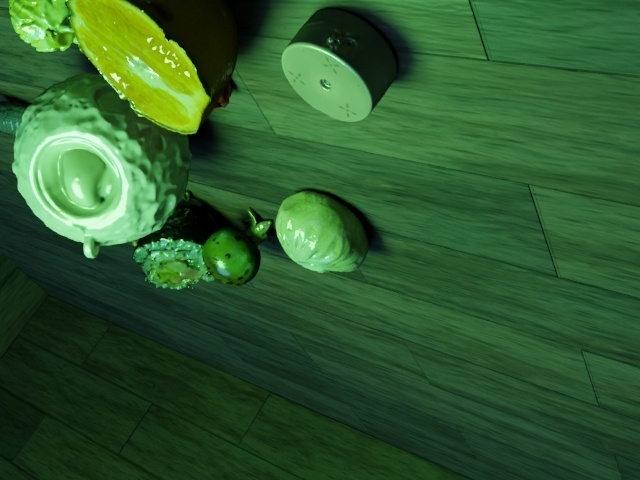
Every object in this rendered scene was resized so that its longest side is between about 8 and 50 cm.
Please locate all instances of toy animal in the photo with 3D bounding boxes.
[{"bbox_3d":[-0.738,-0.289,2.126,0.367,0.081,0.206,21,158,18],"label":"toy animal"}]

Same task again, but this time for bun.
[{"bbox_3d":[0.000,0.000,1.681,0.178,0.128,0.193,12,152,39],"label":"bun"}]

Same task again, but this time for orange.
[{"bbox_3d":[-0.246,-0.285,1.252,0.274,0.274,0.310,31,-167,3],"label":"orange"}]

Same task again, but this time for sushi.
[{"bbox_3d":[-0.346,-0.015,2.054,0.225,0.219,0.238,3,134,-17],"label":"sushi"}]

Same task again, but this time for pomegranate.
[{"bbox_3d":[-0.191,0.020,1.920,0.148,0.169,0.148,27,157,13],"label":"pomegranate"}]

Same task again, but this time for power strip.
[{"bbox_3d":[0.026,-0.245,1.187,0.154,0.078,0.154,29,156,14],"label":"power strip"}]

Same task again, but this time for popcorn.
[{"bbox_3d":[-0.467,-0.396,1.463,0.162,0.141,0.135,66,-176,37],"label":"popcorn"}]

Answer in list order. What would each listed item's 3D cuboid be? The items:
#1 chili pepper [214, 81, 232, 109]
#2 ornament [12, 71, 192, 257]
[{"bbox_3d":[-0.241,-0.265,1.508,0.192,0.084,0.086,4,112,46],"label":"chili pepper"},{"bbox_3d":[-0.416,-0.161,1.644,0.337,0.337,0.337,28,158,12],"label":"ornament"}]
